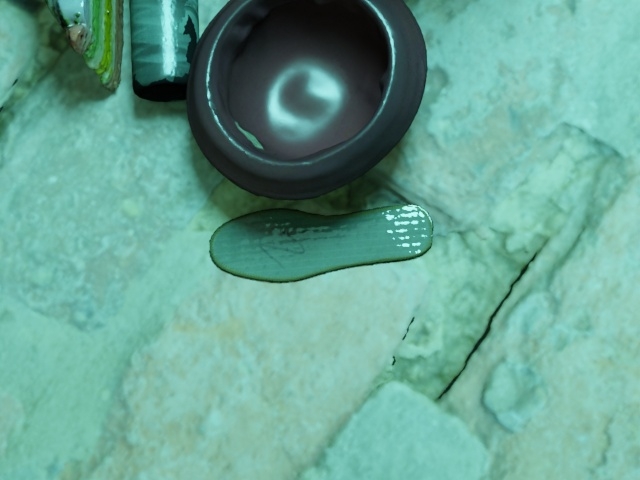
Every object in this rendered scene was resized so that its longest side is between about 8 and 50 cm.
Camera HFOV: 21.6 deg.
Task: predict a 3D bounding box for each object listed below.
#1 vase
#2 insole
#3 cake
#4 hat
[{"bbox_3d":[-0.133,-0.225,1.424,0.060,0.060,0.211,-4,76,7],"label":"vase"},{"bbox_3d":[0.000,0.000,1.383,0.188,0.004,0.064,-6,78,7],"label":"insole"},{"bbox_3d":[-0.196,-0.249,1.412,0.090,0.109,0.225,-20,75,3],"label":"cake"},{"bbox_3d":[-0.009,-0.128,1.370,0.205,0.089,0.205,-2,78,12],"label":"hat"}]
